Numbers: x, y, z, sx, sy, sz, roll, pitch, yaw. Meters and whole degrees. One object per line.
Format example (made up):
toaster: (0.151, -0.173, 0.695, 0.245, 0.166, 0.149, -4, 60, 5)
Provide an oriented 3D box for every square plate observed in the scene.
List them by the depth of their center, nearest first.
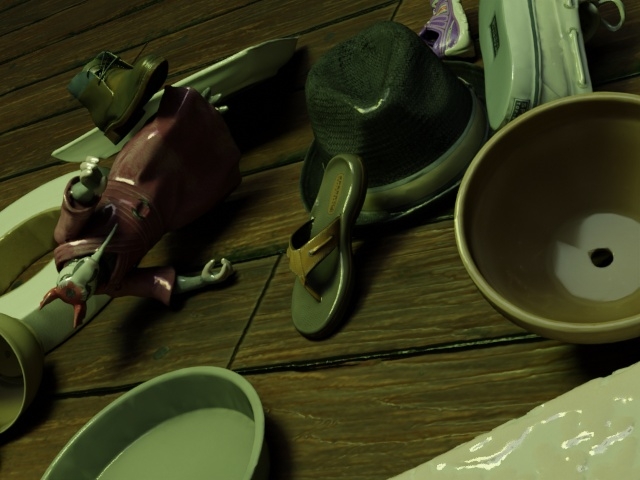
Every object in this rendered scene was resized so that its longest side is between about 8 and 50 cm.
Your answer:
square plate: (-0.207, -0.219, 1.650, 0.347, 0.049, 0.344, -25, 7, 15)

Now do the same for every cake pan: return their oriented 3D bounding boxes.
cake pan: (-0.171, 0.255, 1.061, 0.293, 0.054, 0.293, -24, 32, 16)

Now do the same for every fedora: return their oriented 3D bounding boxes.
fedora: (0.076, -0.167, 1.314, 0.334, 0.152, 0.334, -24, 32, 17)

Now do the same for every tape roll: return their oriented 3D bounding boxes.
tape roll: (-0.434, 0.043, 1.581, 0.392, 0.072, 0.392, -24, 33, 17)

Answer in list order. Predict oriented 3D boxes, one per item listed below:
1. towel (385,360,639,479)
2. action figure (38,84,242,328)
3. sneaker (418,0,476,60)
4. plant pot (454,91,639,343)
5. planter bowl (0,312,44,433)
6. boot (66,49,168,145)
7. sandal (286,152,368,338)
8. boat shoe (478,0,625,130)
towel: (0.169, 0.249, 0.753, 0.332, 0.053, 0.317, -28, 32, 11)
action figure: (-0.259, -0.042, 1.365, 0.276, 0.248, 0.370, -2, 40, 42)
sneaker: (0.171, -0.309, 1.490, 0.071, 0.068, 0.170, -14, 35, 7)
plant pot: (0.246, -0.006, 0.939, 0.237, 0.110, 0.237, -9, 60, 15)
planter bowl: (-0.424, 0.159, 1.353, 0.162, 0.162, 0.109, -22, 5, 19)
boot: (-0.276, -0.208, 1.391, 0.082, 0.106, 0.219, -52, 7, -31)
sandal: (0.000, 0.000, 1.182, 0.090, 0.060, 0.219, 2, 76, 51)
boat shoe: (0.284, -0.272, 1.270, 0.156, 0.136, 0.367, 8, 51, -6)
